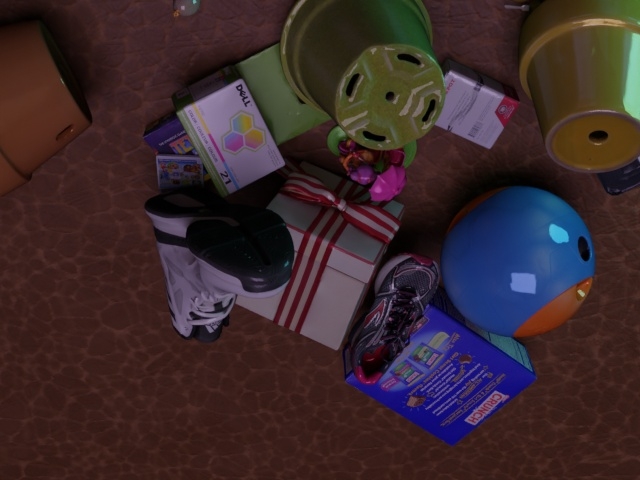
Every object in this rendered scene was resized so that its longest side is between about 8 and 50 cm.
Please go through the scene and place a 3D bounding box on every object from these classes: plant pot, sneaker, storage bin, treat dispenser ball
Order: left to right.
[{"bbox_3d":[-0.529,-0.247,1.726,0.203,0.291,0.291,-26,122,-2],"label":"plant pot"},{"bbox_3d":[-0.161,0.075,1.764,0.169,0.447,0.257,-18,114,-24],"label":"sneaker"},{"bbox_3d":[0.087,-0.281,1.667,0.276,0.254,0.276,-6,122,-9],"label":"plant pot"},{"bbox_3d":[0.147,0.152,1.942,0.121,0.112,0.299,17,121,-10],"label":"sneaker"},{"bbox_3d":[0.370,0.039,1.893,0.288,0.288,0.288,0,125,0],"label":"treat dispenser ball"},{"bbox_3d":[0.458,-0.254,1.677,0.254,0.239,0.254,5,146,3],"label":"plant pot"},{"bbox_3d":[0.590,-0.180,1.865,0.180,0.084,0.122,-26,120,18],"label":"storage bin"}]

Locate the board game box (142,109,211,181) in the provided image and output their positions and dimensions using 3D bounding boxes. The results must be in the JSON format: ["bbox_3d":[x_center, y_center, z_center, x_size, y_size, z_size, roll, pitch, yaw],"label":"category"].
[{"bbox_3d":[-0.223,-0.189,1.886,0.170,0.048,0.141,-27,121,17],"label":"board game box"}]

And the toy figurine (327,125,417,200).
[{"bbox_3d":[0.097,-0.140,1.850,0.173,0.159,0.130,11,124,-6],"label":"toy figurine"}]

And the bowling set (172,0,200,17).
[{"bbox_3d":[-0.211,-0.500,1.627,0.287,0.200,0.154,-45,128,-20],"label":"bowling set"}]

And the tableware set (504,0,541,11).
[{"bbox_3d":[0.376,-0.463,1.711,0.104,0.024,0.154,5,123,-7],"label":"tableware set"}]

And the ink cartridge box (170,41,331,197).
[{"bbox_3d":[-0.110,-0.225,1.793,0.255,0.097,0.189,-27,119,-1],"label":"ink cartridge box"}]

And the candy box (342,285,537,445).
[{"bbox_3d":[0.252,0.264,2.150,0.317,0.122,0.268,35,117,-20],"label":"candy box"}]

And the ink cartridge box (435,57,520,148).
[{"bbox_3d":[0.269,-0.250,1.831,0.150,0.063,0.109,22,122,-14],"label":"ink cartridge box"}]

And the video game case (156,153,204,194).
[{"bbox_3d":[-0.265,-0.109,1.906,0.087,0.011,0.122,3,127,1],"label":"video game case"}]

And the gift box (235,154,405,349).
[{"bbox_3d":[0.000,0.000,1.901,0.255,0.276,0.258,22,127,2],"label":"gift box"}]
